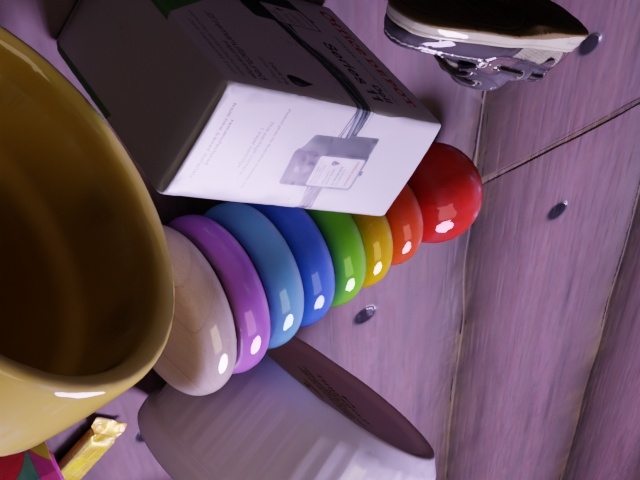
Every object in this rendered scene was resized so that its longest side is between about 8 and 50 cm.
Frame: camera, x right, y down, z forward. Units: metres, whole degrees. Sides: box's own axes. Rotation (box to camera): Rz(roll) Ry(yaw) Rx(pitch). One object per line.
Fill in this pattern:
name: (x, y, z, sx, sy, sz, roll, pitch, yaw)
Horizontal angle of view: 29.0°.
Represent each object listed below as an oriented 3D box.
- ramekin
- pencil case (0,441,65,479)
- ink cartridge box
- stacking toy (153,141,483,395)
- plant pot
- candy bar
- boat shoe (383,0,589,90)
ramekin: (-0.019, 0.181, 1.105, 0.127, 0.273, 0.273, -55, 146, 5)
pencil case: (-0.317, 0.256, 1.047, 0.236, 0.104, 0.104, -20, 144, -24)
ink cartridge box: (-0.043, -0.100, 0.813, 0.208, 0.153, 0.087, 4, 128, -49)
stacking toy: (0.000, 0.000, 1.027, 0.330, 0.141, 0.141, -25, 147, -32)
plant pot: (-0.253, 0.027, 0.702, 0.239, 0.254, 0.254, -33, 152, 23)
candy bar: (-0.244, 0.223, 1.151, 0.161, 0.018, 0.040, -45, 144, 13)
boat shoe: (0.130, -0.154, 0.984, 0.223, 0.080, 0.073, -9, 133, -45)
